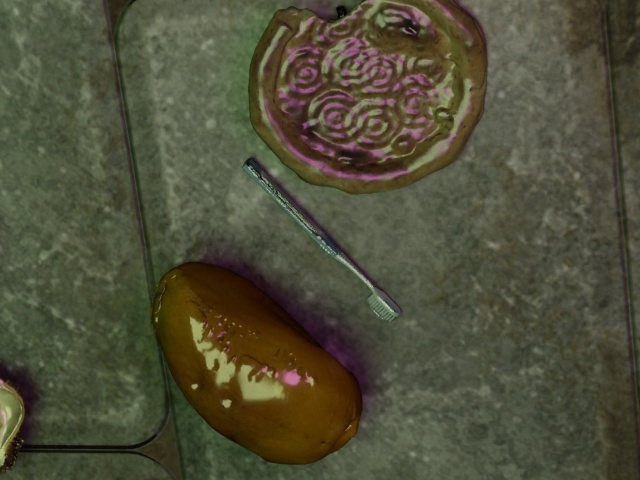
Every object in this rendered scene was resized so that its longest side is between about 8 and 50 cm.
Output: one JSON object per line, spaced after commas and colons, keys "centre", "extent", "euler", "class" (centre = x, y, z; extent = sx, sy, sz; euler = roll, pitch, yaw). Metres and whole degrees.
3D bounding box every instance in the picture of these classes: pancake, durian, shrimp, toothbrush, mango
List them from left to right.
{"centre": [-0.361, 0.204, 1.998], "extent": [0.110, 0.071, 0.140], "euler": [-9, 91, 16], "class": "durian"}
{"centre": [-0.068, 0.122, 1.827], "extent": [0.249, 0.151, 0.156], "euler": [47, 149, -4], "class": "mango"}
{"centre": [0.000, 0.000, 1.840], "extent": [0.219, 0.016, 0.019], "euler": [46, 124, -1], "class": "toothbrush"}
{"centre": [0.020, -0.145, 1.775], "extent": [0.091, 0.034, 0.161], "euler": [-7, 106, 21], "class": "shrimp"}
{"centre": [0.047, -0.147, 1.736], "extent": [0.235, 0.029, 0.212], "euler": [-28, 106, 6], "class": "pancake"}
